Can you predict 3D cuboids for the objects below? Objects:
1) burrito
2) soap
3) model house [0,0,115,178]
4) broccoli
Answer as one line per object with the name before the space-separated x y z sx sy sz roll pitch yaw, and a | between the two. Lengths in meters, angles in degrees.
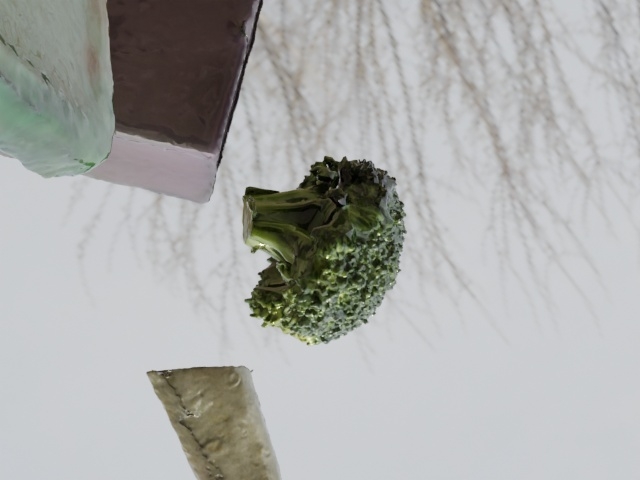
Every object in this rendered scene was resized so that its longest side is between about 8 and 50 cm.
burrito | -0.066 0.198 1.170 0.087 0.226 0.060 -23 -178 -24
soap | -0.195 -0.205 1.205 0.107 0.285 0.296 112 -7 -62
model house | -0.290 -0.155 0.732 0.280 0.312 0.245 -10 -107 11
broccoli | 0.003 0.000 1.458 0.198 0.176 0.226 -45 -125 47
